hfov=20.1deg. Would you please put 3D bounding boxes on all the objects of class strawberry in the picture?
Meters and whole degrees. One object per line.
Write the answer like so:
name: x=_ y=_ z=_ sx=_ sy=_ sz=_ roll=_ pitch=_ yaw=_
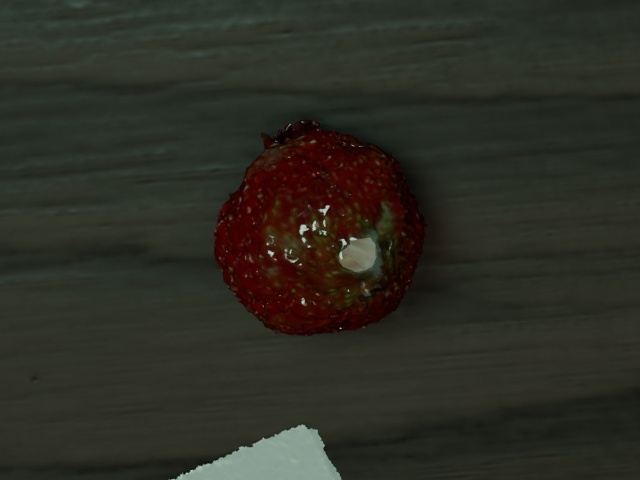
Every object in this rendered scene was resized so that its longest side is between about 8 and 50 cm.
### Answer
strawberry: x=0.001 y=0.001 z=0.821 sx=0.106 sy=0.106 sz=0.106 roll=0 pitch=107 yaw=1

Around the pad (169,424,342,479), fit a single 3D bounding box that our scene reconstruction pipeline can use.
pad: x=-0.074 y=0.201 z=0.929 sx=0.232 sy=0.004 sz=0.156 roll=-24 pitch=105 yaw=8
